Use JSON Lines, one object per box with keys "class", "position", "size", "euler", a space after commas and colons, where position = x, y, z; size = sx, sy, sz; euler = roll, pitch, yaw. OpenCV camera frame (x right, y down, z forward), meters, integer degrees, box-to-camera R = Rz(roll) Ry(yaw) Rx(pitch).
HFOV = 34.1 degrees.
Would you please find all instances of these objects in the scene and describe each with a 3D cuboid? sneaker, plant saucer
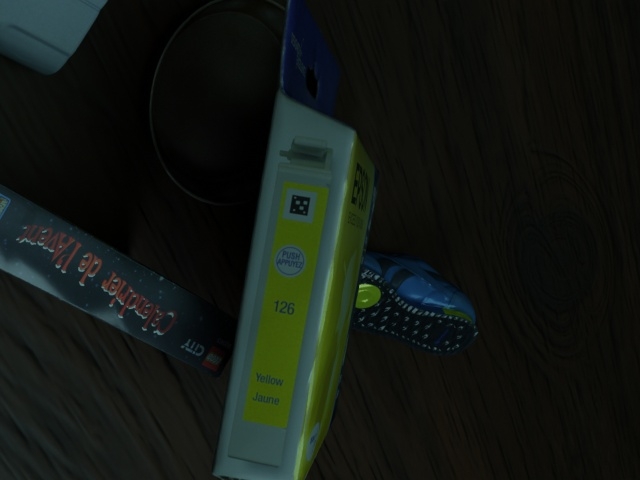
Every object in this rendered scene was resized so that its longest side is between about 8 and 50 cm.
{"class": "sneaker", "position": [0.061, 0.043, 1.004], "size": [0.209, 0.082, 0.069], "euler": [24, 126, -30]}
{"class": "plant saucer", "position": [-0.072, -0.113, 0.836], "size": [0.168, 0.029, 0.168], "euler": [-17, 116, -39]}

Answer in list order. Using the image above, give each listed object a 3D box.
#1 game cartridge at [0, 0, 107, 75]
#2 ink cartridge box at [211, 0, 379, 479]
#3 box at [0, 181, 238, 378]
{"class": "game cartridge", "position": [-0.168, -0.260, 0.623], "size": [0.196, 0.060, 0.294], "euler": [25, 103, -44]}
{"class": "ink cartridge box", "position": [0.000, 0.000, 0.772], "size": [0.303, 0.072, 0.307], "euler": [9, 93, -83]}
{"class": "box", "position": [-0.177, 0.007, 0.691], "size": [0.233, 0.159, 0.044], "euler": [36, 80, -44]}
